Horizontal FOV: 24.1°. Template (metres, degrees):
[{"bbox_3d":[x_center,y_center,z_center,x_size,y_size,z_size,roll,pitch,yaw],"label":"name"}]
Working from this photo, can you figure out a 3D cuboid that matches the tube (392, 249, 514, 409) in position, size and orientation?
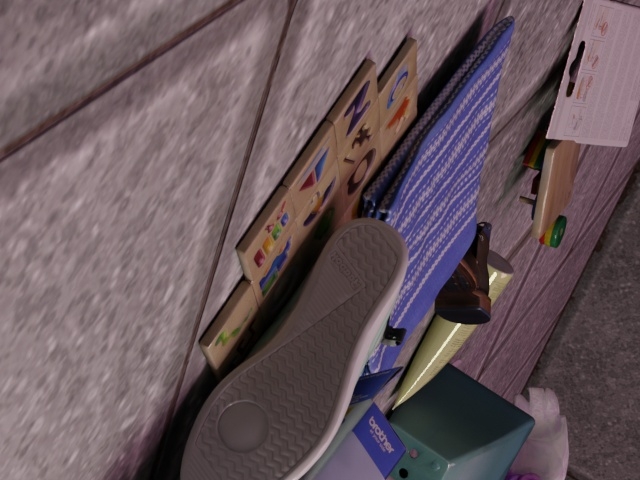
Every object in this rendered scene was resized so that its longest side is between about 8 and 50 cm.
[{"bbox_3d":[0.168,0.120,1.980,0.070,0.062,0.240,16,115,-31],"label":"tube"}]

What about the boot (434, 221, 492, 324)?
[{"bbox_3d":[0.146,0.012,1.680,0.219,0.082,0.106,55,38,-63],"label":"boot"}]

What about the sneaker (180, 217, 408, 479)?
[{"bbox_3d":[-0.012,0.115,1.163,0.256,0.094,0.151,-55,169,-15],"label":"sneaker"}]

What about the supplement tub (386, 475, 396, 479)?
[{"bbox_3d":[0.040,0.356,1.800,0.144,0.144,0.199,-56,166,-17],"label":"supplement tub"}]

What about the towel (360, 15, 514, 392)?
[{"bbox_3d":[0.103,-0.019,1.391,0.243,0.040,0.336,-54,163,-29],"label":"towel"}]

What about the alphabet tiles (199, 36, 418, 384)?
[{"bbox_3d":[0.000,0.000,1.192,0.285,0.011,0.342,-57,166,-16],"label":"alphabet tiles"}]

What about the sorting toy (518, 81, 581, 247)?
[{"bbox_3d":[0.298,-0.098,1.966,0.132,0.046,0.274,-43,145,-53],"label":"sorting toy"}]

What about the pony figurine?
[{"bbox_3d":[0.252,0.400,2.372,0.303,0.351,0.363,12,146,-37],"label":"pony figurine"}]

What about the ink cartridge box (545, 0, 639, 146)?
[{"bbox_3d":[0.336,-0.211,1.860,0.225,0.056,0.181,-1,108,-52],"label":"ink cartridge box"}]

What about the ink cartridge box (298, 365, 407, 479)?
[{"bbox_3d":[-0.056,0.222,1.156,0.186,0.065,0.311,-23,-161,43],"label":"ink cartridge box"}]

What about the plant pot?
[{"bbox_3d":[0.162,0.300,2.126,0.234,0.166,0.165,-12,131,-62],"label":"plant pot"}]
